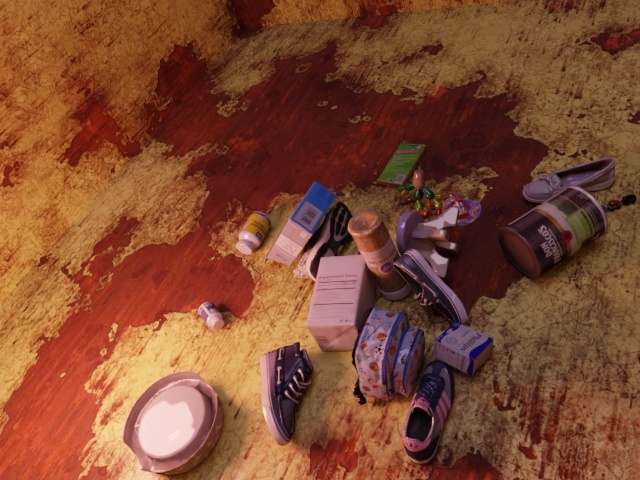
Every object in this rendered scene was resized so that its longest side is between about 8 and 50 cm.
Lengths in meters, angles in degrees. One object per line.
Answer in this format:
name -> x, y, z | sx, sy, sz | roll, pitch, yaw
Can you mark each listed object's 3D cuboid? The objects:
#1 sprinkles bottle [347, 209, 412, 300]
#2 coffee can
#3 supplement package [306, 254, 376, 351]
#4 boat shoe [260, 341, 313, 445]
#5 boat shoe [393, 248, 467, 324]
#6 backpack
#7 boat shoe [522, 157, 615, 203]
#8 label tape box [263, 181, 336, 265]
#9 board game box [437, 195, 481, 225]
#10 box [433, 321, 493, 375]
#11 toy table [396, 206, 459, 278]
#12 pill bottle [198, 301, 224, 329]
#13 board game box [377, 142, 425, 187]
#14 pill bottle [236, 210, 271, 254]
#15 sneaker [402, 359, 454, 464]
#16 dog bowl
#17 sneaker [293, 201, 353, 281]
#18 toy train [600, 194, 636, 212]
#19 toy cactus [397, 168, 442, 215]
sprinkles bottle -> 0.209, 0.056, 1.786 | 0.121, 0.355, 0.121 | -18, 41, 16
coffee can -> 0.766, -0.028, 1.728 | 0.275, 0.201, 0.201 | -32, 44, -6
supplement package -> 0.081, 0.218, 1.825 | 0.175, 0.177, 0.293 | -5, 47, 21
boat shoe -> -0.099, 0.481, 1.696 | 0.158, 0.127, 0.340 | -27, 43, 10
boat shoe -> 0.356, 0.171, 1.715 | 0.102, 0.108, 0.301 | -36, 85, -18
backpack -> 0.203, 0.341, 1.595 | 0.213, 0.263, 0.276 | 2, 50, 25
boat shoe -> 0.910, -0.223, 1.915 | 0.321, 0.103, 0.118 | -11, 46, 15
label tape box -> -0.091, -0.037, 2.099 | 0.115, 0.347, 0.249 | 32, 49, -2
board game box -> 0.540, -0.126, 2.043 | 0.169, 0.033, 0.133 | 17, 58, 36
box -> 0.440, 0.330, 1.604 | 0.137, 0.072, 0.126 | 23, 38, 37
toy table -> 0.387, -0.002, 1.839 | 0.161, 0.274, 0.252 | 9, 92, 28
pill bottle -> -0.428, 0.300, 2.059 | 0.067, 0.067, 0.120 | -39, 45, -13
board game box -> 0.365, -0.339, 2.318 | 0.124, 0.039, 0.259 | 14, 59, 33
pill bottle -> -0.295, -0.031, 2.281 | 0.103, 0.103, 0.184 | 5, 52, 28
sneaker -> 0.317, 0.474, 1.513 | 0.112, 0.131, 0.319 | 2, 50, 26
dog bowl -> -0.486, 0.622, 1.761 | 0.349, 0.102, 0.348 | -13, 46, 14
sneaker -> 0.000, 0.000, 2.107 | 0.182, 0.158, 0.410 | -10, 38, 40
toy train -> 1.024, -0.125, 1.819 | 0.158, 0.036, 0.027 | -20, 44, 6
toy cactus -> 0.402, -0.201, 2.075 | 0.112, 0.180, 0.219 | -27, 44, -20
